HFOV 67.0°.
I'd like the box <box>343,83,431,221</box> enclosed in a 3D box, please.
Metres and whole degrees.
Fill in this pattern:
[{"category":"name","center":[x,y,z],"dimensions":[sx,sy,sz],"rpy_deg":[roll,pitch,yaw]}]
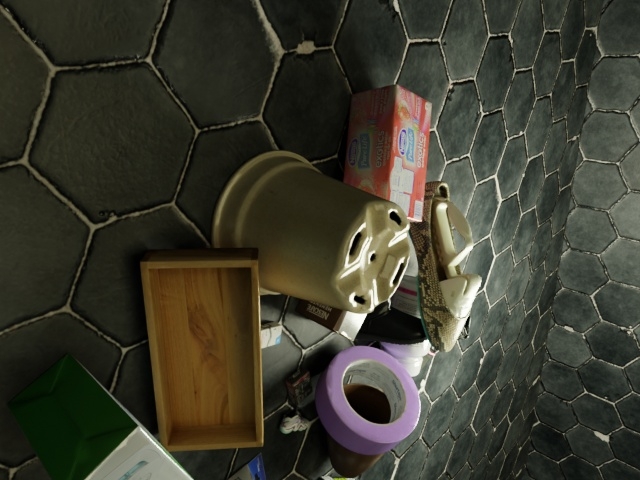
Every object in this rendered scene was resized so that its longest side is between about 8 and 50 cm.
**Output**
[{"category":"box","center":[0.158,-0.199,1.167],"dimensions":[0.154,0.142,0.299],"rpy_deg":[8,86,-46]}]

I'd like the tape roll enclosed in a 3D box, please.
[{"category":"tape roll","center":[0.128,0.427,1.311],"dimensions":[0.275,0.274,0.090],"rpy_deg":[-23,152,-40]}]

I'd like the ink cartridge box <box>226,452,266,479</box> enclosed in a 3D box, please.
[{"category":"ink cartridge box","center":[-0.244,0.689,1.173],"dimensions":[0.333,0.065,0.165],"rpy_deg":[-29,124,-38]}]

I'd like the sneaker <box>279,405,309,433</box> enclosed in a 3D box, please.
[{"category":"sneaker","center":[-0.063,0.478,1.306],"dimensions":[0.098,0.038,0.069],"rpy_deg":[4,102,-48]}]

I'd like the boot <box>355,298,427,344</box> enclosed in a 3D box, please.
[{"category":"boot","center":[0.189,0.177,1.337],"dimensions":[0.094,0.247,0.207],"rpy_deg":[-72,163,-64]}]

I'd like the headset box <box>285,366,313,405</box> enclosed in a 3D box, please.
[{"category":"headset box","center":[-0.057,0.383,1.281],"dimensions":[0.062,0.032,0.083],"rpy_deg":[-33,125,-36]}]

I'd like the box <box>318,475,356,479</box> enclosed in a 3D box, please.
[{"category":"box","center":[0.026,0.846,1.536],"dimensions":[0.191,0.045,0.184],"rpy_deg":[33,77,-47]}]

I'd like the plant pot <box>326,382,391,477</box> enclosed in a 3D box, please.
[{"category":"plant pot","center":[0.106,0.583,1.424],"dimensions":[0.216,0.215,0.230],"rpy_deg":[-19,131,-42]}]

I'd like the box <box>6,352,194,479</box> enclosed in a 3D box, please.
[{"category":"box","center":[-0.345,0.345,0.783],"dimensions":[0.127,0.262,0.231],"rpy_deg":[-45,132,-27]}]

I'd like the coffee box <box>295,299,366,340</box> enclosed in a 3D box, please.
[{"category":"coffee box","center":[0.065,0.108,1.228],"dimensions":[0.098,0.141,0.246],"rpy_deg":[38,75,-47]}]

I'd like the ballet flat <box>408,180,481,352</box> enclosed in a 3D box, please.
[{"category":"ballet flat","center":[0.342,0.055,1.329],"dimensions":[0.164,0.182,0.482],"rpy_deg":[7,68,-41]}]

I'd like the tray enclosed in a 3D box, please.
[{"category":"tray","center":[-0.217,0.217,0.938],"dimensions":[0.203,0.076,0.410],"rpy_deg":[-1,109,-5]}]

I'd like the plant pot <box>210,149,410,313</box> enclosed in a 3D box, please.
[{"category":"plant pot","center":[0.000,0.000,0.993],"dimensions":[0.334,0.306,0.333],"rpy_deg":[-19,118,-41]}]

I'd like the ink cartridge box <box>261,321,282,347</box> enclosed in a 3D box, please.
[{"category":"ink cartridge box","center":[-0.133,0.226,1.143],"dimensions":[0.083,0.028,0.048],"rpy_deg":[-6,109,-45]}]

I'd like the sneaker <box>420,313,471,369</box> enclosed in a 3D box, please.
[{"category":"sneaker","center":[0.431,0.346,1.708],"dimensions":[0.105,0.147,0.295],"rpy_deg":[32,82,-50]}]

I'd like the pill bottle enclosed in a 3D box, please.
[{"category":"pill bottle","center":[0.272,0.260,1.493],"dimensions":[0.161,0.161,0.282],"rpy_deg":[4,101,-48]}]
